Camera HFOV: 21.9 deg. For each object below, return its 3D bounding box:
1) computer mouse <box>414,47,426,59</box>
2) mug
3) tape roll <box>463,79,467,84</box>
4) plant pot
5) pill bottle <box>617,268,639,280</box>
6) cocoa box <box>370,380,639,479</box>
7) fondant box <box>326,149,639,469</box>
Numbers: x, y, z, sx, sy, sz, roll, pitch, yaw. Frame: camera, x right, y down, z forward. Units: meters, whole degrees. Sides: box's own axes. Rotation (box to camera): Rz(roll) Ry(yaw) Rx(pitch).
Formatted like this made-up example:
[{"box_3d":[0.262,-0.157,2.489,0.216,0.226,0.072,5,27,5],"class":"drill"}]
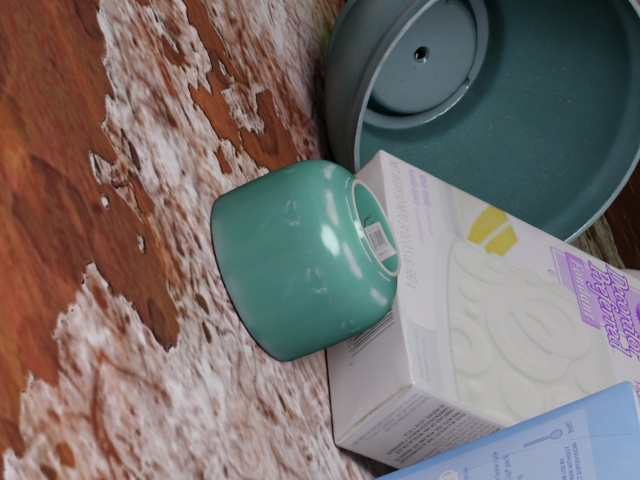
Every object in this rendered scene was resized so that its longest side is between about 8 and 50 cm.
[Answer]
[{"box_3d":[0.076,-0.221,1.729,0.262,0.060,0.184,42,27,-71],"class":"computer mouse"},{"box_3d":[-0.004,-0.002,1.168,0.129,0.097,0.157,49,26,-44],"class":"mug"},{"box_3d":[0.209,-0.089,1.829,0.219,0.072,0.219,-20,90,-88],"class":"tape roll"},{"box_3d":[0.122,-0.141,1.465,0.293,0.293,0.196,53,-3,-37],"class":"plant pot"},{"box_3d":[0.339,0.196,1.791,0.169,0.169,0.301,45,28,-50],"class":"pill bottle"},{"box_3d":[0.162,0.310,1.052,0.228,0.231,0.347,54,22,-33],"class":"cocoa box"},{"box_3d":[0.157,0.096,1.320,0.330,0.096,0.238,26,39,-30],"class":"fondant box"}]
